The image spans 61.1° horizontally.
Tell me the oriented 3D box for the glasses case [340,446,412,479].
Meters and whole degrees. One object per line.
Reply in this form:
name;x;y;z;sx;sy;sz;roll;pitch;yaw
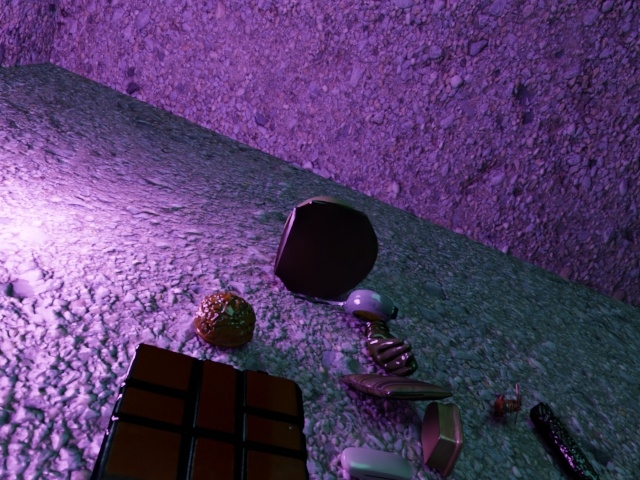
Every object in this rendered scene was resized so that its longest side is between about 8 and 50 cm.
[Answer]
glasses case;0.121;0.481;1.160;0.164;0.041;0.063;17;24;-18

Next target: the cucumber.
cucumber;0.669;0.567;1.476;0.072;0.072;0.300;16;23;-19

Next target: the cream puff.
cream puff;-0.235;0.194;1.365;0.150;0.115;0.165;37;26;24

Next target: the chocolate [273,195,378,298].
chocolate;0.000;0.000;1.828;0.326;0.314;0.297;11;16;-20

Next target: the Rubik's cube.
Rubik's cube;-0.192;0.363;0.796;0.283;0.288;0.293;18;24;-11

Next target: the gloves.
gloves;0.197;0.312;1.551;0.135;0.107;0.268;25;3;-19

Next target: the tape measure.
tape measure;0.078;0.179;1.681;0.330;0.164;0.084;22;56;-11

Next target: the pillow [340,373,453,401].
pillow;0.190;0.372;1.372;0.208;0.052;0.212;12;-10;-31

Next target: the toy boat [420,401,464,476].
toy boat;0.288;0.454;1.298;0.061;0.116;0.188;18;21;0

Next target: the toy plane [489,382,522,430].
toy plane;0.542;0.463;1.561;0.077;0.126;0.194;3;13;28
